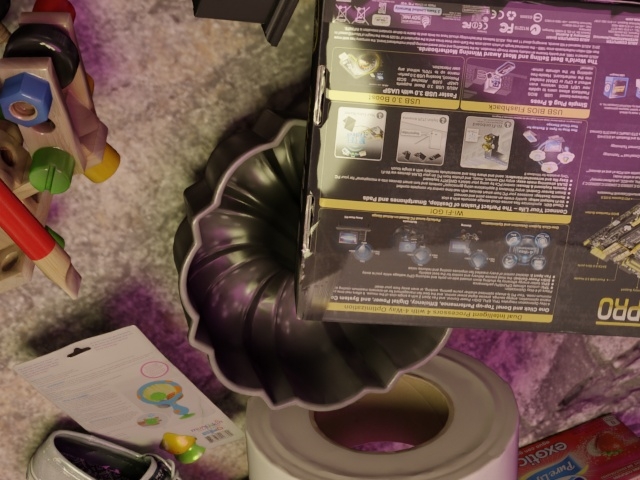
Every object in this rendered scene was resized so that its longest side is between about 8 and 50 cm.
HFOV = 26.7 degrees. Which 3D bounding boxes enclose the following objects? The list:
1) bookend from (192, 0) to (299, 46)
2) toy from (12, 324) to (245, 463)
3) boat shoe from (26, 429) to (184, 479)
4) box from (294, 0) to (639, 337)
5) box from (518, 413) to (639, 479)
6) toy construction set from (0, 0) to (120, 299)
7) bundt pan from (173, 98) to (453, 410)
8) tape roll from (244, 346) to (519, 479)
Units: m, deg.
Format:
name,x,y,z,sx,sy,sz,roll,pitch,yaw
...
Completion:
name,x,y,z,sx,sy,sz,roll,pitch,yaw
bookend,-0.112,-0.252,1.147,0.156,0.157,0.072,1,143,-26
toy,-0.188,0.151,1.375,0.137,0.056,0.237,-20,136,15
boat shoe,-0.187,0.258,1.388,0.228,0.079,0.081,23,128,-12
box,0.183,-0.074,1.198,0.395,0.097,0.318,3,112,-4
box,0.287,0.331,1.653,0.257,0.122,0.128,-18,122,-16
toy construction set,-0.252,-0.046,1.126,0.257,0.309,0.237,-33,129,3
bundt pan,0.000,0.000,1.352,0.331,0.124,0.330,-10,117,-19
tape roll,0.063,0.214,1.397,0.286,0.286,0.100,-13,120,-18
